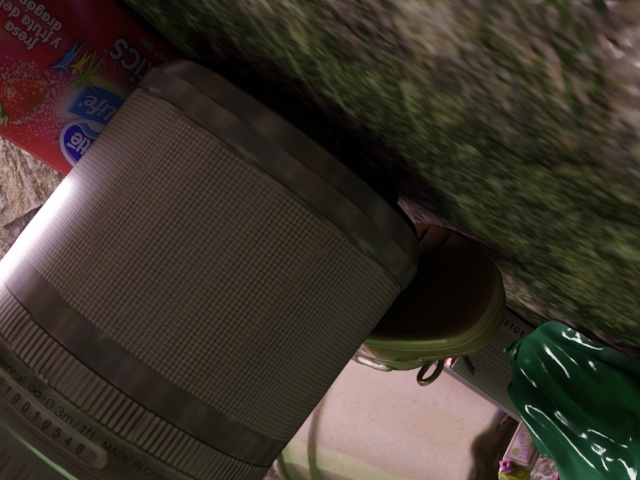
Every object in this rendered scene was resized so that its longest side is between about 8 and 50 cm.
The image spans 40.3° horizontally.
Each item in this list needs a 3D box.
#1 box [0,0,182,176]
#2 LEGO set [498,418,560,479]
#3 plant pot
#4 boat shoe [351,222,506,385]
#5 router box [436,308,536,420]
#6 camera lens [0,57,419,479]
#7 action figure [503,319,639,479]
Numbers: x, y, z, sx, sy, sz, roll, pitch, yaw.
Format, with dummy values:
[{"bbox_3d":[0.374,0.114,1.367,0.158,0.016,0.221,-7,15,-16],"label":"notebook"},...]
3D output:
[{"bbox_3d":[-0.180,-0.114,0.662,0.128,0.123,0.257,32,176,41],"label":"box"},{"bbox_3d":[0.235,0.189,0.748,0.107,0.132,0.287,10,-159,31],"label":"LEGO set"},{"bbox_3d":[0.146,0.284,1.338,0.305,0.334,0.334,17,168,34],"label":"plant pot"},{"bbox_3d":[0.056,0.052,0.693,0.089,0.104,0.285,44,163,-22],"label":"boat shoe"},{"bbox_3d":[0.231,0.161,1.015,0.335,0.082,0.301,35,177,-17],"label":"router box"},{"bbox_3d":[-0.086,0.038,0.572,0.219,0.274,0.219,37,176,3],"label":"camera lens"},{"bbox_3d":[0.200,0.122,0.660,0.063,0.137,0.232,22,-171,-19],"label":"action figure"}]
